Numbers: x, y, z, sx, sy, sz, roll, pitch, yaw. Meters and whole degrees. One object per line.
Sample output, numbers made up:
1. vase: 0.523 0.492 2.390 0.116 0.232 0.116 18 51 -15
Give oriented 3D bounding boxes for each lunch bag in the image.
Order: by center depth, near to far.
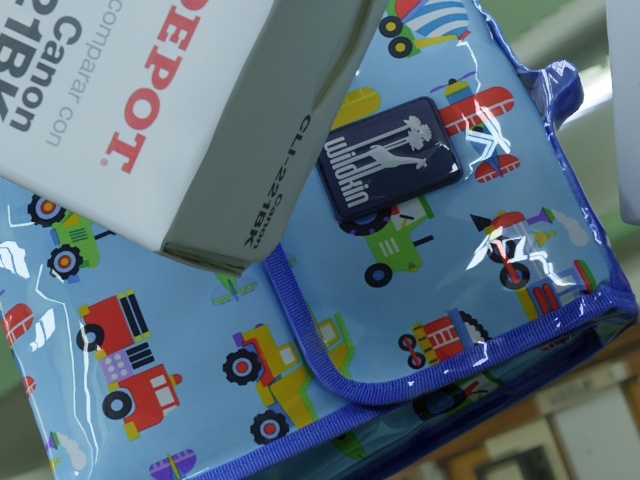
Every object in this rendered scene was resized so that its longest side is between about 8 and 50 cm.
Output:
1. lunch bag: 0.000 0.000 0.832 0.293 0.221 0.138 -29 -25 9

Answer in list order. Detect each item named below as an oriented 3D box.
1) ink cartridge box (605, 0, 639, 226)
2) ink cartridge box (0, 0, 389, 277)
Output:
1. ink cartridge box: 0.269 -0.211 0.752 0.285 0.394 0.166 -18 20 -33
2. ink cartridge box: -0.114 -0.131 0.645 0.197 0.273 0.114 -65 -13 2
